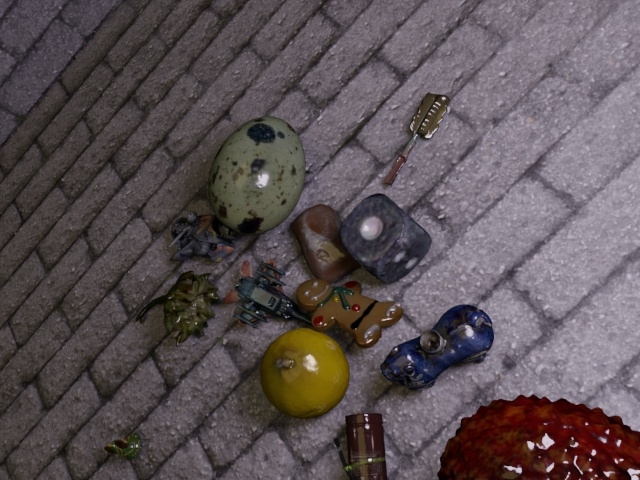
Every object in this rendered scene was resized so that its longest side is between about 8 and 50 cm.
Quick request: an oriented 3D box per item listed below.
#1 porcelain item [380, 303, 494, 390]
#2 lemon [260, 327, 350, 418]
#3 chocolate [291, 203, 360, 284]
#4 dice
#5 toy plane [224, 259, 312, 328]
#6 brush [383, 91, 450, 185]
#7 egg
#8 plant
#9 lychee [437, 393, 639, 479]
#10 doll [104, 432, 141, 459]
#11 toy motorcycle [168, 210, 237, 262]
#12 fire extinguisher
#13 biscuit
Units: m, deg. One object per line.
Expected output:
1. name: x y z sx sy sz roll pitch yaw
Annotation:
1. porcelain item: 0.280 0.256 1.394 0.288 0.186 0.138 -34 58 14
2. lemon: -0.051 0.350 1.529 0.241 0.219 0.240 -10 65 23
3. chocolate: 0.000 0.001 1.698 0.161 0.083 0.261 -38 58 11
4. dice: 0.173 -0.005 1.544 0.181 0.183 0.182 -47 57 10
5. toy plane: -0.137 0.184 1.701 0.326 0.104 0.222 24 86 33
6. brush: 0.272 -0.289 1.655 0.084 0.071 0.301 29 89 45
7. egg: -0.189 -0.200 1.750 0.288 0.288 0.379 13 84 32
8. plant: -0.494 0.187 1.872 0.334 0.180 0.251 16 71 36
9. lychee: 0.414 0.515 1.102 0.500 0.425 0.424 -32 59 34
10. doll: -0.621 0.661 1.811 0.078 0.113 0.076 -30 75 18
11. toy motorcycle: -0.381 -0.007 1.906 0.307 0.108 0.173 -6 76 30
12. fire extinguisher: 0.106 0.608 1.417 0.142 0.105 0.341 -11 68 21
13. biscuit: 0.059 0.180 1.566 0.302 0.049 0.197 23 46 32
